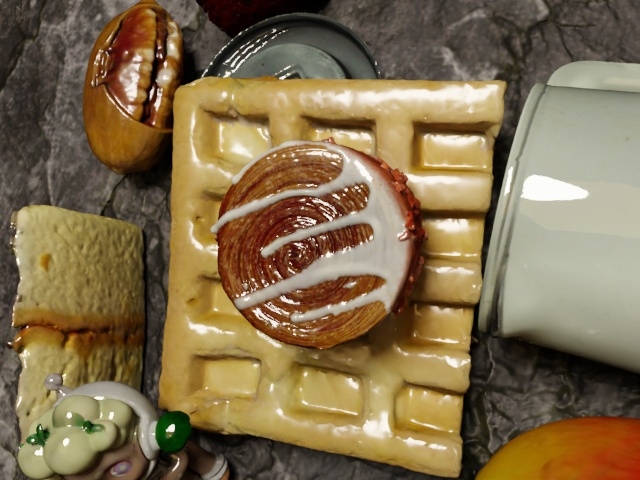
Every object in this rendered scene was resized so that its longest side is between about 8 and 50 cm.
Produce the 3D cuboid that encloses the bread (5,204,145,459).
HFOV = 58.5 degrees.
[{"bbox_3d":[-0.276,0.083,0.566,0.135,0.178,0.240,-6,80,16],"label":"bread"}]

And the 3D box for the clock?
[{"bbox_3d":[-0.035,-0.130,0.600,0.214,0.042,0.215,-3,79,17],"label":"clock"}]

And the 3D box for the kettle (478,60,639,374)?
[{"bbox_3d":[0.292,-0.018,0.387,0.317,0.205,0.265,12,86,23],"label":"kettle"}]

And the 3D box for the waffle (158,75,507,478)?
[{"bbox_3d":[-0.005,0.023,0.513,0.304,0.077,0.349,5,93,17],"label":"waffle"}]

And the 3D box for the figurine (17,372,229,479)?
[{"bbox_3d":[-0.160,0.187,0.487,0.147,0.197,0.094,-32,33,17],"label":"figurine"}]

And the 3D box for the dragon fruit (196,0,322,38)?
[{"bbox_3d":[-0.081,-0.292,0.591,0.120,0.161,0.127,-29,83,13],"label":"dragon fruit"}]

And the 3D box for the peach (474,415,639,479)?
[{"bbox_3d":[0.185,0.293,0.280,0.388,0.388,0.389,-4,78,18],"label":"peach"}]

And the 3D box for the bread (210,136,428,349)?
[{"bbox_3d":[0.000,0.000,0.433,0.160,0.073,0.161,0,90,18],"label":"bread"}]

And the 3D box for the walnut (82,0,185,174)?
[{"bbox_3d":[-0.201,-0.173,0.628,0.115,0.116,0.207,2,79,19],"label":"walnut"}]
